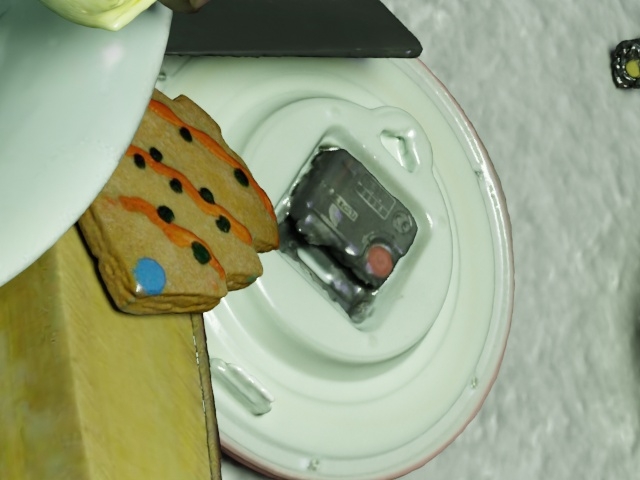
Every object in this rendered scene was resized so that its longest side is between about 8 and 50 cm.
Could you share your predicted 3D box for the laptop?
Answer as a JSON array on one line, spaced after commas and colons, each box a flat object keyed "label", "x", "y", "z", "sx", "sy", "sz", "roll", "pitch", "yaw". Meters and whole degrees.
[{"label": "laptop", "x": -0.059, "y": -0.119, "z": 0.755, "sx": 0.197, "sy": 0.016, "sz": 0.135, "roll": -5, "pitch": 41, "yaw": -37}]

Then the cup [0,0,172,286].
[{"label": "cup", "x": -0.240, "y": -0.115, "z": 0.570, "sx": 0.347, "sy": 0.163, "sz": 0.347, "roll": 12, "pitch": 70, "yaw": -35}]

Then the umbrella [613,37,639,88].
[{"label": "umbrella", "x": 0.235, "y": -0.128, "z": 1.013, "sx": 0.144, "sy": 0.040, "sz": 0.037, "roll": -27, "pitch": 85, "yaw": -40}]

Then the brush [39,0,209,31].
[{"label": "brush", "x": -0.138, "y": -0.201, "z": 0.531, "sx": 0.067, "sy": 0.072, "sz": 0.313, "roll": -35, "pitch": 98, "yaw": -24}]

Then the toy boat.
[{"label": "toy boat", "x": -0.110, "y": 0.065, "z": 0.623, "sx": 0.089, "sy": 0.121, "sz": 0.321, "roll": 30, "pitch": 36, "yaw": -43}]

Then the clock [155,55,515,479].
[{"label": "clock", "x": 0.001, "y": 0.000, "z": 0.788, "sx": 0.244, "sy": 0.056, "sz": 0.244, "roll": 12, "pitch": 69, "yaw": -35}]

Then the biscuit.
[{"label": "biscuit", "x": -0.059, "y": -0.016, "z": 0.643, "sx": 0.119, "sy": 0.019, "sz": 0.130, "roll": 39, "pitch": 33, "yaw": -22}]
